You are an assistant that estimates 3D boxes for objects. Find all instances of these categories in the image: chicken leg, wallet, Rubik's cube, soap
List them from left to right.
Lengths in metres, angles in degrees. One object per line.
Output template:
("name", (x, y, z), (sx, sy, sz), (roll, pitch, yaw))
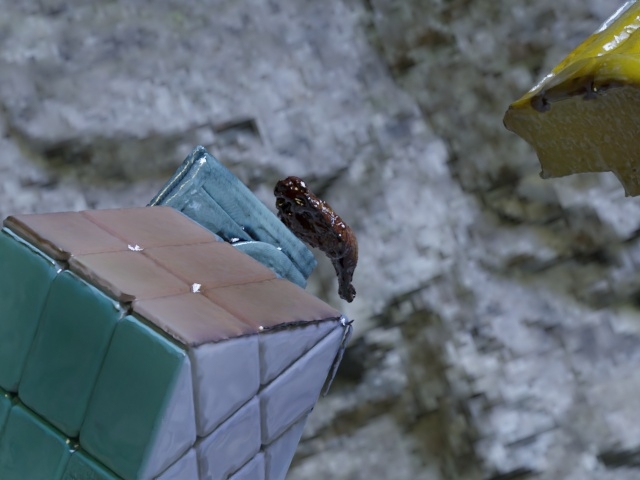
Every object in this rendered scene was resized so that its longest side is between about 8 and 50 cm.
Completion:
("Rubik's cube", (-0.150, 0.119, 1.408), (0.221, 0.224, 0.231), (-6, -58, -56))
("wallet", (-0.173, 0.084, 2.078), (0.342, 0.237, 0.075), (-50, 27, -14))
("chicken leg", (0.004, -0.003, 2.230), (0.093, 0.205, 0.053), (-26, 20, 35))
("soap", (0.361, -0.174, 1.696), (0.259, 0.143, 0.281), (-4, 32, 51))
